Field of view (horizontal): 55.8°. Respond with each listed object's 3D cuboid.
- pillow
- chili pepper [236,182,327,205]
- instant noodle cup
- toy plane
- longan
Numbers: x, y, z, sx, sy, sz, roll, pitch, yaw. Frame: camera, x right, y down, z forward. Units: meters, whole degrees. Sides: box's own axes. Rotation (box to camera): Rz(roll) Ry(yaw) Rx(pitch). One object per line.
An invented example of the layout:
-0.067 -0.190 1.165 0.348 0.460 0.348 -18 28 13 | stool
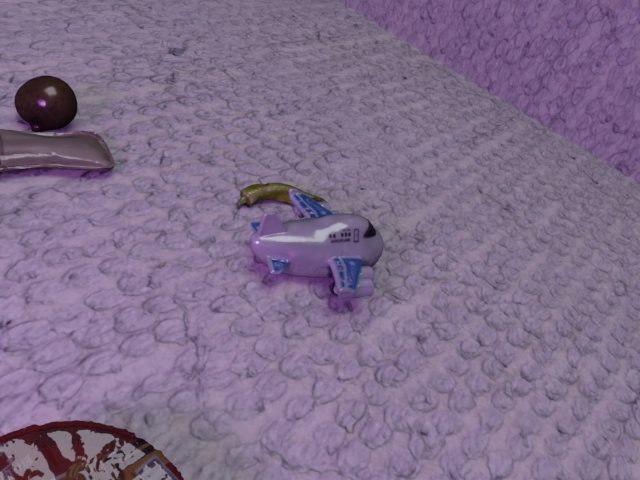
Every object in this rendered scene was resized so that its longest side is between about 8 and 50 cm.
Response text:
-0.495 -0.163 1.083 0.232 0.038 0.131 -4 41 -32 | pillow
-0.076 -0.093 1.220 0.208 0.043 0.049 -1 31 -30 | chili pepper
-0.255 0.314 0.582 0.273 0.091 0.274 15 38 -12 | instant noodle cup
-0.002 0.004 1.076 0.266 0.123 0.267 17 37 -13 | toy plane
-0.520 -0.257 1.147 0.113 0.092 0.114 2 85 -20 | longan
